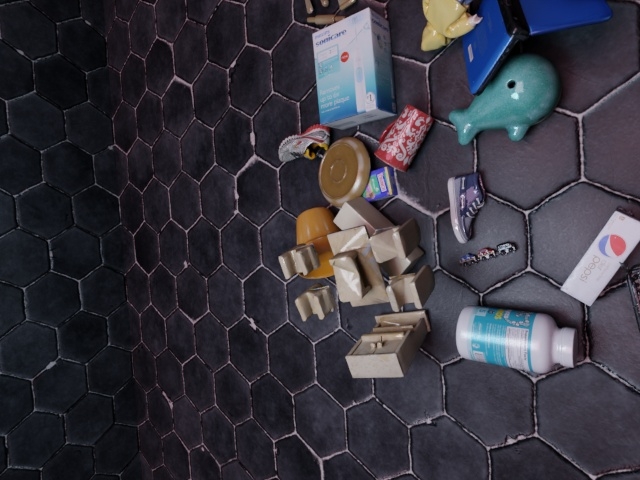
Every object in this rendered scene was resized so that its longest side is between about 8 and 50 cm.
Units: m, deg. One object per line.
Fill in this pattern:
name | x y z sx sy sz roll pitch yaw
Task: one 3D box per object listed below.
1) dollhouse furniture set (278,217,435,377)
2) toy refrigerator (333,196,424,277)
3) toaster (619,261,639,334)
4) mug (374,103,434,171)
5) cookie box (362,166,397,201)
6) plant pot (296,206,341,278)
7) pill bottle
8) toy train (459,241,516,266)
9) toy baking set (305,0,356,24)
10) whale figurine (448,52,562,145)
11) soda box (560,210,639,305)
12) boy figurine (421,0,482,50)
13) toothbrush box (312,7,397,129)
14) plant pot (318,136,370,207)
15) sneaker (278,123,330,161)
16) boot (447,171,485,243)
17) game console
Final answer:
dollhouse furniture set | 0.149 0.143 1.190 0.362 0.256 0.394 -14 101 33
toy refrigerator | 0.175 -0.008 1.295 0.269 0.102 0.094 44 126 18
toaster | 0.748 0.115 0.878 0.168 0.110 0.186 -15 85 37
mug | 0.237 -0.312 1.242 0.150 0.113 0.169 41 114 26
cookie box | 0.183 -0.176 1.337 0.107 0.040 0.092 -14 85 38
plant pot | 0.000 0.000 1.412 0.205 0.205 0.188 -37 57 34
pill bottle | 0.494 0.250 1.067 0.264 0.146 0.146 2 95 37
toy train | 0.454 0.038 1.154 0.158 0.027 0.036 -25 76 36
toy baking set | 0.021 -0.827 1.416 0.256 0.030 0.197 14 100 36
whale figurine | 0.447 -0.347 1.052 0.272 0.141 0.216 -25 79 37
soda box | 0.655 0.041 0.971 0.074 0.069 0.216 36 116 30
boy figurine | 0.333 -0.590 1.063 0.177 0.092 0.285 48 164 15
toothbrush box | 0.105 -0.521 1.314 0.216 0.126 0.296 -3 91 38
plant pot | 0.067 -0.229 1.398 0.236 0.032 0.236 -5 83 49
sneaker | -0.062 -0.324 1.473 0.225 0.088 0.093 -19 65 38
boot | 0.407 -0.090 1.151 0.086 0.069 0.190 -11 85 41
game console | 0.479 -0.495 0.987 0.250 0.173 0.293 115 168 -51
